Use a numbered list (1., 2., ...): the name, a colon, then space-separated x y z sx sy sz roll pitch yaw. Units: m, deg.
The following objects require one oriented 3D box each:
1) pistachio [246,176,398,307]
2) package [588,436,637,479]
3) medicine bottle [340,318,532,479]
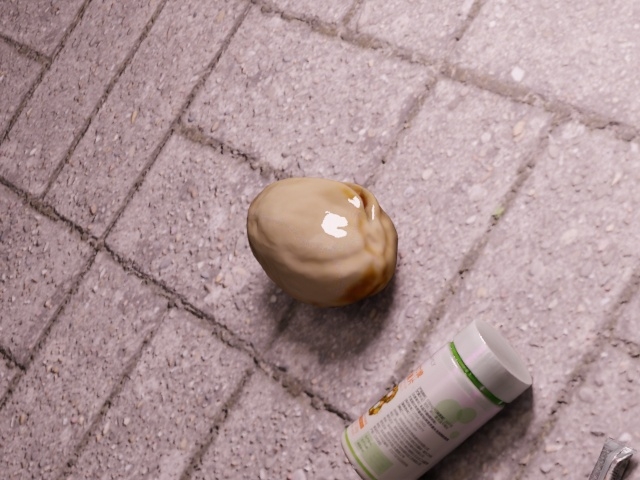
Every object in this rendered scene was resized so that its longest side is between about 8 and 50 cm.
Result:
1. pistachio: 0.000 0.000 1.584 0.215 0.144 0.144 22 81 54
2. package: 0.248 0.230 1.284 0.037 0.015 0.110 18 79 47
3. medicine bottle: 0.112 0.166 1.402 0.183 0.086 0.086 -43 43 14
